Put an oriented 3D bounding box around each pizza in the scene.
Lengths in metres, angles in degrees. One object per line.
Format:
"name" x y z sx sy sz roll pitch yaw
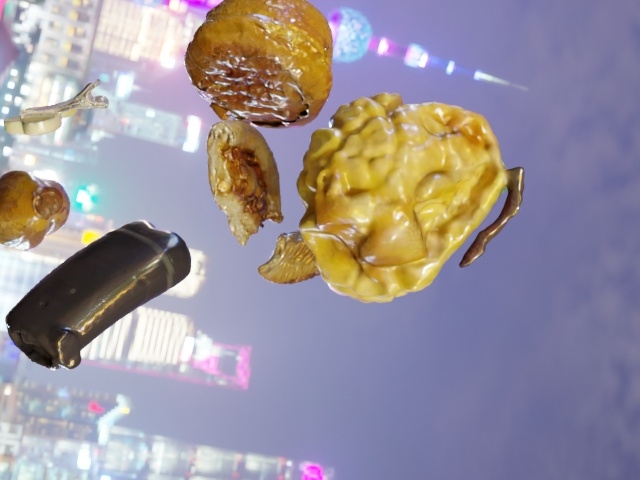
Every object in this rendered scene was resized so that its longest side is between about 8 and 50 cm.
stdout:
"pizza" -0.136 -0.104 1.842 0.365 0.074 0.182 72 27 -57

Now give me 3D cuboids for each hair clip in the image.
"hair clip" -0.545 -0.267 2.043 0.159 0.219 0.071 -105 177 -74

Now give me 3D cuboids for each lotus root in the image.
"lotus root" -0.699 -0.077 2.442 0.180 0.199 0.188 -8 -112 48

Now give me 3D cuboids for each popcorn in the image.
"popcorn" 0.138 -0.066 1.596 0.349 0.382 0.348 -1 90 -66

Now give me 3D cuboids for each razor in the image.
"razor" -0.405 0.090 1.810 0.204 0.349 0.113 17 -46 40

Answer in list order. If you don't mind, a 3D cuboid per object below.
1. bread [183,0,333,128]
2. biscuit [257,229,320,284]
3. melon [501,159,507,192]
"bread" -0.131 -0.415 2.286 0.358 0.337 0.204 -43 -158 55
"biscuit" 0.000 0.001 1.829 0.228 0.176 0.031 -48 -127 16
"melon" 0.180 -0.130 1.973 0.331 0.344 0.226 -76 143 -78
